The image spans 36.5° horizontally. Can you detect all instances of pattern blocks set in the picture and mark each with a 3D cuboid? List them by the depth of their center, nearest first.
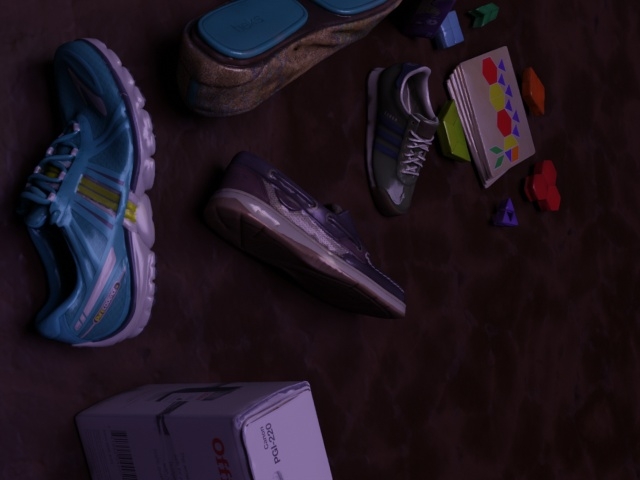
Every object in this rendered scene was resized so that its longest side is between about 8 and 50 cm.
[{"bbox_3d":[0.250,-0.180,1.407,0.285,0.026,0.325,-16,96,-47],"label":"pattern blocks set"}]

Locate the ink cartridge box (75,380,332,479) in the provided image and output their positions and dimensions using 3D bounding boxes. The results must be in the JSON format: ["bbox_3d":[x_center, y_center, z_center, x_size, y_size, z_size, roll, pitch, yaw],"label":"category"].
[{"bbox_3d":[-0.096,0.208,0.836,0.092,0.218,0.159,-21,100,-47],"label":"ink cartridge box"}]

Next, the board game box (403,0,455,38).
[{"bbox_3d":[0.164,-0.407,1.150,0.056,0.347,0.208,11,76,-6],"label":"board game box"}]

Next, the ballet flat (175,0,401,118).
[{"bbox_3d":[-0.030,-0.229,1.055,0.348,0.123,0.123,-39,112,-42],"label":"ballet flat"}]

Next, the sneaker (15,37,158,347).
[{"bbox_3d":[-0.207,-0.044,0.847,0.110,0.107,0.275,-2,86,-38],"label":"sneaker"}]

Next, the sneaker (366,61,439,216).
[{"bbox_3d":[0.107,-0.129,1.201,0.064,0.086,0.192,2,83,-47],"label":"sneaker"}]

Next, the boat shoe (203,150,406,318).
[{"bbox_3d":[0.000,0.000,1.059,0.285,0.103,0.092,32,66,-33],"label":"boat shoe"}]
